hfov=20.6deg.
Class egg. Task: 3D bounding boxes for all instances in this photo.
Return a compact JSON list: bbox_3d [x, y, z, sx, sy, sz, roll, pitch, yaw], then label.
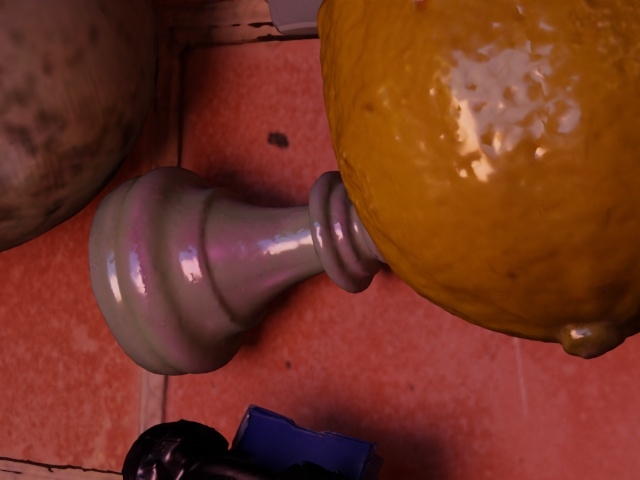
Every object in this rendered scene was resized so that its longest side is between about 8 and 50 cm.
[{"bbox_3d":[-0.302,-0.148,1.203,0.428,0.345,0.345,24,101,25],"label":"egg"}]

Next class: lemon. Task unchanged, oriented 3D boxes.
[{"bbox_3d":[0.121,-0.091,0.939,0.245,0.245,0.320,-21,68,34],"label":"lemon"}]

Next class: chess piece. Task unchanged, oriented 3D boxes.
[{"bbox_3d":[0.000,0.000,1.112,0.271,0.139,0.139,-12,79,24],"label":"chess piece"}]

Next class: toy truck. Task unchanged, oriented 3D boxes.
[{"bbox_3d":[-0.035,0.213,1.054,0.161,0.177,0.213,13,73,44],"label":"toy truck"}]

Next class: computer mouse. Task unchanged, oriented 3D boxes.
[{"bbox_3d":[0.004,-0.163,1.165,0.110,0.032,0.056,1,86,47],"label":"computer mouse"}]
